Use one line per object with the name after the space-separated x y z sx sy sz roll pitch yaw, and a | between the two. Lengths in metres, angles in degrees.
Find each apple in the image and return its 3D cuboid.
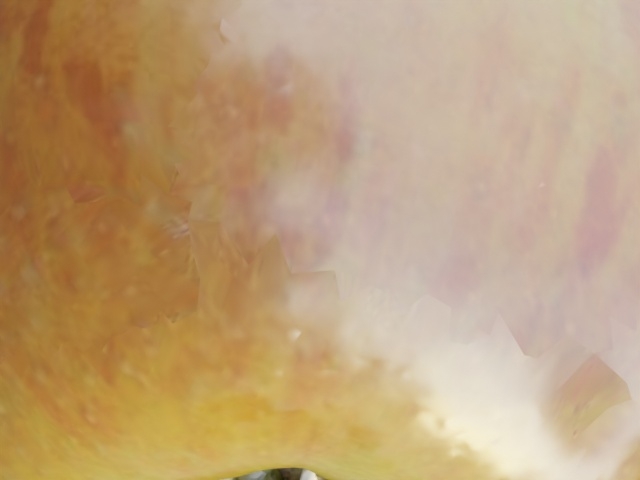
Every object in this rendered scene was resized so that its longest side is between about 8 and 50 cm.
0.000 0.000 0.748 0.400 0.400 0.334 44 55 -60 | apple
